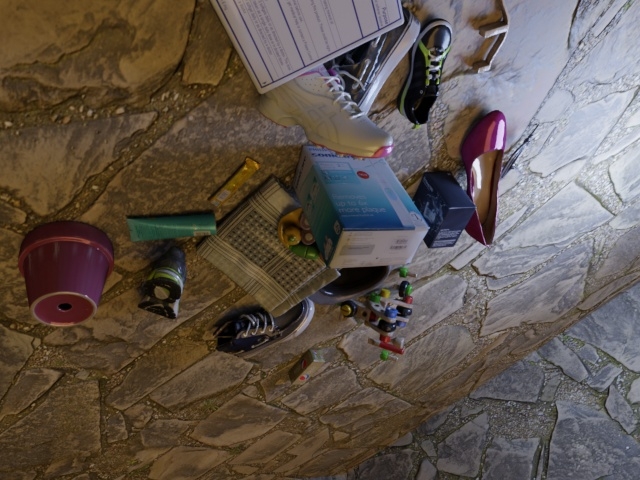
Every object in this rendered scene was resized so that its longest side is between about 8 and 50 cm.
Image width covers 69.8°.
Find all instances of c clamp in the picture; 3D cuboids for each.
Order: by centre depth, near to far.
[{"bbox_3d":[0.560,-0.237,1.309,0.137,0.022,0.161,-41,159,-30],"label":"c clamp"}]

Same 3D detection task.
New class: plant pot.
[{"bbox_3d":[-0.581,0.088,1.049,0.201,0.180,0.201,-12,140,-11],"label":"plant pot"}]

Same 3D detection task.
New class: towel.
[{"bbox_3d":[-0.118,0.039,1.215,0.312,0.056,0.324,-39,113,18],"label":"towel"}]

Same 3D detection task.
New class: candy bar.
[{"bbox_3d":[-0.210,-0.135,1.099,0.161,0.018,0.040,-40,134,21],"label":"candy bar"}]

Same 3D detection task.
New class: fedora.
[{"bbox_3d":[0.072,0.070,1.377,0.275,0.124,0.244,-28,139,16],"label":"fedora"}]

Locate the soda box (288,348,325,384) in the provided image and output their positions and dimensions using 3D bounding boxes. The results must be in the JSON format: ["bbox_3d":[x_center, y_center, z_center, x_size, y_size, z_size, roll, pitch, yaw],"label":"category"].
[{"bbox_3d":[-0.058,0.518,1.872,0.061,0.058,0.181,13,130,-35],"label":"soda box"}]

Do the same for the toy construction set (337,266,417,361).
[{"bbox_3d":[0.182,0.267,1.614,0.237,0.257,0.309,13,127,24],"label":"toy construction set"}]

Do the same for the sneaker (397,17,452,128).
[{"bbox_3d":[0.242,-0.354,1.002,0.084,0.097,0.235,-8,138,-18],"label":"sneaker"}]

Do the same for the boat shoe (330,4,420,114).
[{"bbox_3d":[0.070,-0.337,0.932,0.105,0.113,0.306,22,121,-33],"label":"boat shoe"}]

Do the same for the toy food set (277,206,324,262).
[{"bbox_3d":[0.000,0.000,1.126,0.217,0.071,0.128,16,113,-9],"label":"toy food set"}]

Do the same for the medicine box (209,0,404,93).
[{"bbox_3d":[-0.041,-0.435,0.738,0.289,0.149,0.263,-26,140,3],"label":"medicine box"}]

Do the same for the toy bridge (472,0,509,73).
[{"bbox_3d":[0.379,-0.462,1.001,0.063,0.026,0.188,-19,140,-8],"label":"toy bridge"}]

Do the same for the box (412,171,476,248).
[{"bbox_3d":[0.337,-0.087,1.302,0.093,0.156,0.158,-4,137,-20],"label":"box"}]

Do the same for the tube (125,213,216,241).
[{"bbox_3d":[-0.361,-0.032,1.125,0.207,0.052,0.080,-5,133,-13],"label":"tube"}]

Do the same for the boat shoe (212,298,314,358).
[{"bbox_3d":[-0.190,0.277,1.482,0.340,0.127,0.158,-36,146,17],"label":"boat shoe"}]

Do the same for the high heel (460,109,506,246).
[{"bbox_3d":[0.468,-0.161,1.258,0.127,0.181,0.377,-16,140,-8],"label":"high heel"}]

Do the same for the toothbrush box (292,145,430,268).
[{"bbox_3d":[0.082,-0.085,1.075,0.216,0.296,0.126,-1,134,-23],"label":"toothbrush box"}]

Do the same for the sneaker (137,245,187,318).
[{"bbox_3d":[-0.407,0.121,1.224,0.111,0.121,0.300,25,145,-16],"label":"sneaker"}]

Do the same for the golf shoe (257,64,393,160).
[{"bbox_3d":[0.009,-0.257,0.873,0.115,0.306,0.140,-35,148,-50],"label":"golf shoe"}]

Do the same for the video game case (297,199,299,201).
[{"bbox_3d":[-0.087,-0.053,1.255,0.087,0.011,0.122,-20,140,-5],"label":"video game case"}]
